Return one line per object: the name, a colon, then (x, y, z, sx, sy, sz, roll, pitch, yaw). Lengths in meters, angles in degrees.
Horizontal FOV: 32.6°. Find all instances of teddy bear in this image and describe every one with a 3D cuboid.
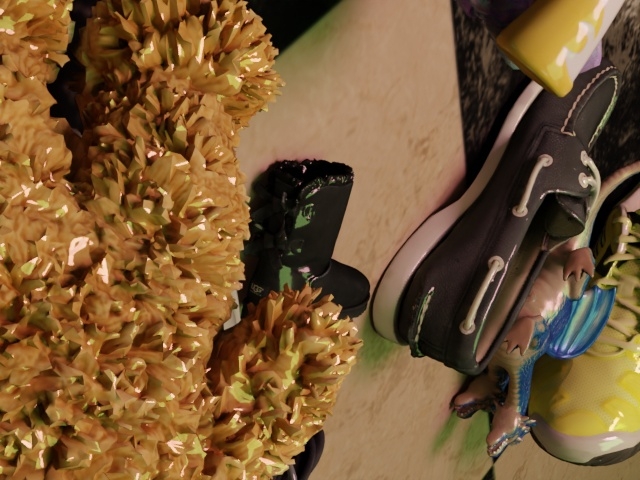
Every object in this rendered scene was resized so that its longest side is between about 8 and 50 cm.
teddy bear: (-0.095, 0.040, 0.371, 0.245, 0.113, 0.338, 33, 62, -28)

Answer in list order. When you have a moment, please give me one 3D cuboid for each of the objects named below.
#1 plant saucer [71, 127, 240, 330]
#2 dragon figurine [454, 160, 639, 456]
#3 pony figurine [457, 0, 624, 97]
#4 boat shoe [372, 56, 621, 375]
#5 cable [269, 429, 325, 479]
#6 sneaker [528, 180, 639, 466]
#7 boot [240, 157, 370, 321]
plant saucer: (-0.152, 0.149, 0.506, 0.400, 0.100, 0.400, -36, 140, -37)
dragon figurine: (0.204, 0.051, 0.965, 0.289, 0.085, 0.144, -55, 150, -5)
pony figurine: (0.169, -0.258, 0.511, 0.351, 0.303, 0.363, 35, 98, -32)
boat shoe: (0.163, -0.024, 0.845, 0.302, 0.091, 0.114, -54, 148, -15)
cable: (-0.039, 0.181, 0.674, 0.184, 0.047, 0.151, 124, -15, -86)
sneaker: (0.299, 0.051, 1.079, 0.385, 0.145, 0.147, -55, 142, -36)
boot: (0.000, 0.000, 0.673, 0.121, 0.045, 0.099, -9, 117, -52)
